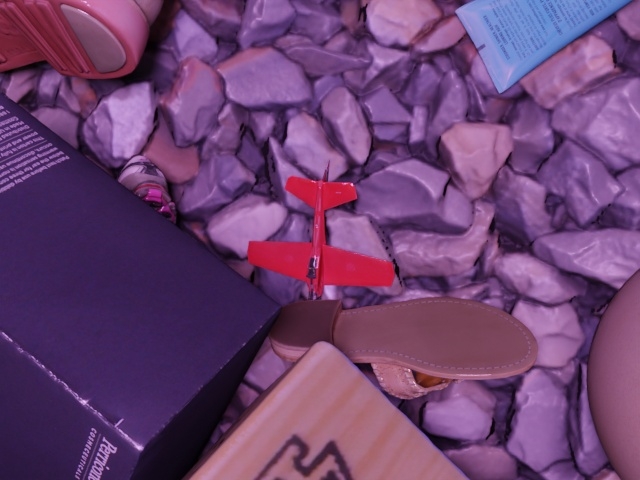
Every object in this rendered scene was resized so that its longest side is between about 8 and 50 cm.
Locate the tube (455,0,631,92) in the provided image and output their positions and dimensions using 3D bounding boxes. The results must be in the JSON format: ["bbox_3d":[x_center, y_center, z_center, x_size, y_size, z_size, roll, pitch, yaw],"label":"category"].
[{"bbox_3d":[0.215,-0.206,0.577,0.207,0.052,0.080,-29,85,25],"label":"tube"}]

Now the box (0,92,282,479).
[{"bbox_3d":[-0.253,0.112,0.649,0.313,0.179,0.343,38,132,9],"label":"box"}]

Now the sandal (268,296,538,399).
[{"bbox_3d":[0.074,0.107,0.670,0.240,0.088,0.079,3,133,16],"label":"sandal"}]

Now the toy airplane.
[{"bbox_3d":[0.000,0.000,0.687,0.151,0.028,0.151,3,101,16],"label":"toy airplane"}]

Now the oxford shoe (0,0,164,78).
[{"bbox_3d":[-0.307,-0.256,0.708,0.397,0.140,0.146,15,68,21],"label":"oxford shoe"}]

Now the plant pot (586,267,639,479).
[{"bbox_3d":[0.346,0.137,0.518,0.284,0.191,0.284,3,100,16],"label":"plant pot"}]

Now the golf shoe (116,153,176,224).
[{"bbox_3d":[-0.198,0.001,0.739,0.186,0.068,0.086,-58,38,29],"label":"golf shoe"}]

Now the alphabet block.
[{"bbox_3d":[-0.021,0.238,0.609,0.193,0.197,0.192,43,141,5],"label":"alphabet block"}]
